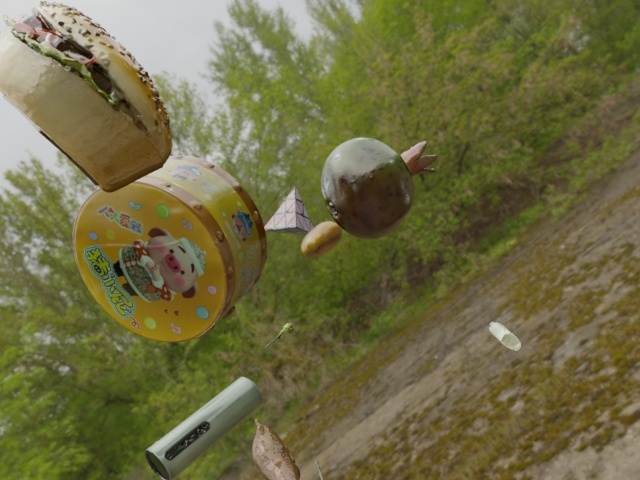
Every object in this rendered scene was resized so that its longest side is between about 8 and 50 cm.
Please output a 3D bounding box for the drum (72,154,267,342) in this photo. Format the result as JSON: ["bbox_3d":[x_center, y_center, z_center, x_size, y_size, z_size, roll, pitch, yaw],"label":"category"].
[{"bbox_3d":[-0.358,0.017,1.399,0.431,0.431,0.214,-45,3,30],"label":"drum"}]

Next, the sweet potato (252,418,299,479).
[{"bbox_3d":[-0.069,0.403,1.015,0.068,0.068,0.226,-40,38,-8],"label":"sweet potato"}]

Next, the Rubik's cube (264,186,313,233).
[{"bbox_3d":[-0.075,-0.047,2.224,0.211,0.178,0.190,-52,32,10],"label":"Rubik's cube"}]

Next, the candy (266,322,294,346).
[{"bbox_3d":[-0.137,0.320,1.944,0.123,0.035,0.035,-41,0,11],"label":"candy"}]

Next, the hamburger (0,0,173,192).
[{"bbox_3d":[-0.351,-0.214,0.880,0.176,0.300,0.300,-47,-5,-12],"label":"hamburger"}]

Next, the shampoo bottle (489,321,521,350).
[{"bbox_3d":[0.414,0.212,1.336,0.034,0.049,0.141,-62,4,6],"label":"shampoo bottle"}]

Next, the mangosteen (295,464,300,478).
[{"bbox_3d":[-0.095,0.636,1.582,0.081,0.081,0.081,-41,-7,-6],"label":"mangosteen"}]

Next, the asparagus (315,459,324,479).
[{"bbox_3d":[0.004,0.729,1.794,0.016,0.013,0.166,-56,19,5],"label":"asparagus"}]

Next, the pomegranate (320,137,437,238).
[{"bbox_3d":[0.150,-0.175,1.645,0.323,0.291,0.291,-55,-3,-13],"label":"pomegranate"}]

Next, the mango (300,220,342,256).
[{"bbox_3d":[-0.001,0.001,1.820,0.115,0.090,0.178,-41,0,41],"label":"mango"}]

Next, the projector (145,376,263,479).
[{"bbox_3d":[-0.313,0.512,1.609,0.338,0.108,0.108,-33,-10,-38],"label":"projector"}]
